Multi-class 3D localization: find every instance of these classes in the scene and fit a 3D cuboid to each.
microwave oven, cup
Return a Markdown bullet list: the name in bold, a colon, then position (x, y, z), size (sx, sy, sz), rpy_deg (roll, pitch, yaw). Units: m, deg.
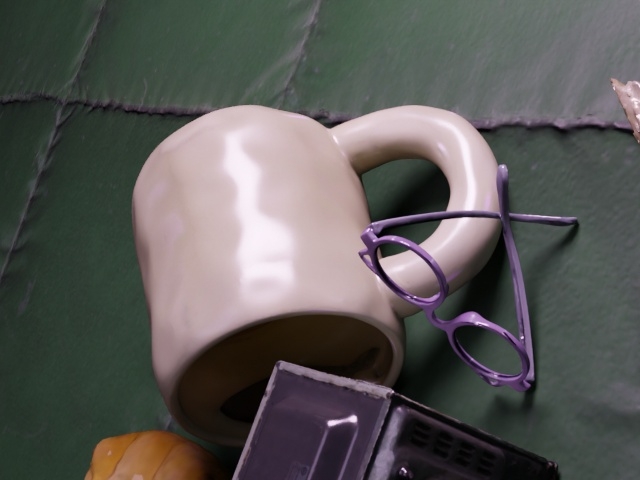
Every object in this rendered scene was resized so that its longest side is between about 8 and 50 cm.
- **microwave oven**: position (0.025, 0.193, 0.679), size (0.129, 0.163, 0.205), rpy_deg (7, 74, 52)
- **cup**: position (-0.017, -0.005, 0.834), size (0.255, 0.173, 0.202), rpy_deg (-44, 42, 31)

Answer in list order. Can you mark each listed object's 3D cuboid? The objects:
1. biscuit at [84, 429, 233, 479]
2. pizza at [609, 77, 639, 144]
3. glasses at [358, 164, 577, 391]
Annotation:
- **biscuit**: position (-0.137, 0.274, 0.887), size (0.213, 0.091, 0.274), rpy_deg (-8, 47, 42)
- **pizza**: position (0.232, -0.045, 0.595), size (0.181, 0.034, 0.262), rpy_deg (-50, 50, 36)
- **glasses**: position (0.102, 0.011, 0.745), size (0.104, 0.140, 0.062), rpy_deg (-51, 7, -29)
